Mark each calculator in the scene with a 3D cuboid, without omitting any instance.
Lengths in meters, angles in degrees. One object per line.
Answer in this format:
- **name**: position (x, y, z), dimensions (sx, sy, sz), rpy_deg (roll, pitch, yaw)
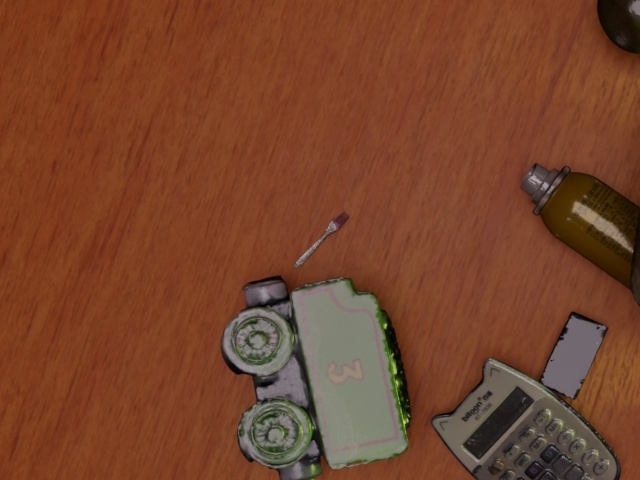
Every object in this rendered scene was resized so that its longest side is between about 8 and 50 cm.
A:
- **calculator**: position (0.302, 0.300, 1.646), dimensions (0.268, 0.040, 0.177), rpy_deg (43, 108, 7)

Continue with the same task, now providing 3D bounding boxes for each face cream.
- **face cream**: position (0.435, 0.006, 1.617), dimensions (0.349, 0.105, 0.105), rpy_deg (36, 94, 9)

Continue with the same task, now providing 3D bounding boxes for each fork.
- **fork**: position (0.000, 0.000, 1.741), dimensions (0.115, 0.012, 0.016), rpy_deg (-44, 75, 6)

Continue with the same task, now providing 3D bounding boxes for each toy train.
- **toy train**: position (-0.004, 0.192, 1.658), dimensions (0.249, 0.173, 0.307), rpy_deg (-12, 85, 3)

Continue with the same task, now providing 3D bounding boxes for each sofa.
- **sofa**: position (0.365, 0.166, 1.656), dimensions (0.060, 0.039, 0.118), rpy_deg (24, 91, 9)

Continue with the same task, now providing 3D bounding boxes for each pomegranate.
- **pomegranate**: position (0.482, -0.313, 1.620), dimensions (0.152, 0.131, 0.191), rpy_deg (-37, 104, 1)

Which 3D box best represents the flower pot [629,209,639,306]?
- **flower pot**: position (0.541, -0.047, 1.451), dimensions (0.294, 0.293, 0.330), rpy_deg (24, 67, 10)
